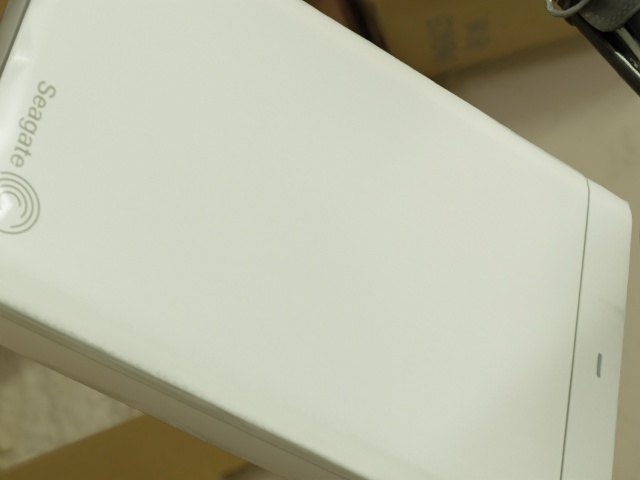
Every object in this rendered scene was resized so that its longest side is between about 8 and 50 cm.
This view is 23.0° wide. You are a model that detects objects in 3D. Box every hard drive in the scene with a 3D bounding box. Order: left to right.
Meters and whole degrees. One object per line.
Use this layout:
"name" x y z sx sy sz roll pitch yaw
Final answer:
"hard drive" 0.000 0.000 0.754 0.353 0.047 0.233 28 53 -22

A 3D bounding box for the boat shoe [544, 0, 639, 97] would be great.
"boat shoe" 0.259 -0.237 1.261 0.500 0.187 0.156 51 10 -4
